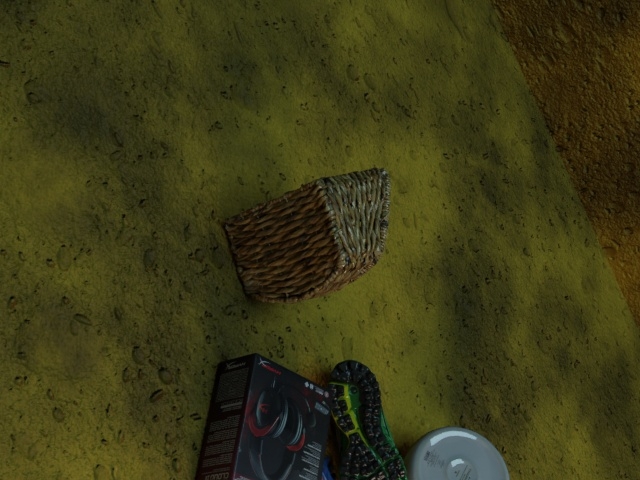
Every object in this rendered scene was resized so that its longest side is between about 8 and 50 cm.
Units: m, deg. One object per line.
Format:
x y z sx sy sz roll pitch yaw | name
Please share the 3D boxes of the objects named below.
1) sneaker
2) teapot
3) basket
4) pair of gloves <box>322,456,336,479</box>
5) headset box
0.095 0.407 2.077 0.146 0.134 0.343 -7 88 -90 | sneaker
0.272 0.540 2.189 0.256 0.187 0.252 -10 60 -22 | teapot
0.000 0.000 2.018 0.223 0.299 0.213 -16 86 -48 | basket
0.025 0.511 1.993 0.159 0.023 0.198 -4 72 -83 | pair of gloves
-0.102 0.389 1.895 0.218 0.110 0.293 33 53 -35 | headset box
